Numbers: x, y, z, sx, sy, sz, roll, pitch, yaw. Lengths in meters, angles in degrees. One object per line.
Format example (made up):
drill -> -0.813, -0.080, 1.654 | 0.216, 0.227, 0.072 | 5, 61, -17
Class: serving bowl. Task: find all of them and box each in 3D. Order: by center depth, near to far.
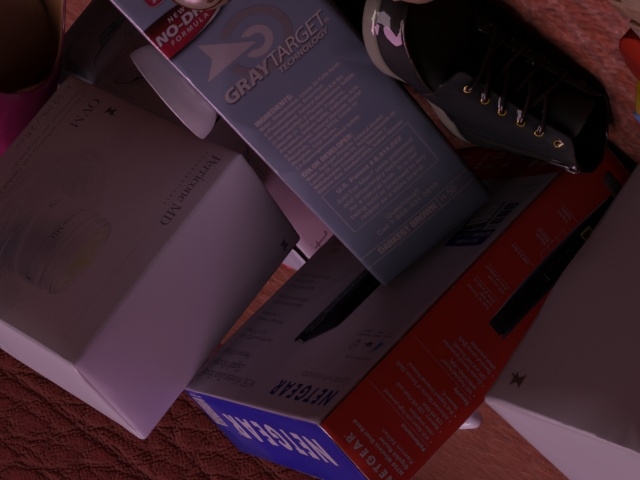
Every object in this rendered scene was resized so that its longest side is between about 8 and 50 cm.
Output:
serving bowl -> -0.104, -0.115, 1.360 | 0.083, 0.027, 0.083 | 50, -176, -5

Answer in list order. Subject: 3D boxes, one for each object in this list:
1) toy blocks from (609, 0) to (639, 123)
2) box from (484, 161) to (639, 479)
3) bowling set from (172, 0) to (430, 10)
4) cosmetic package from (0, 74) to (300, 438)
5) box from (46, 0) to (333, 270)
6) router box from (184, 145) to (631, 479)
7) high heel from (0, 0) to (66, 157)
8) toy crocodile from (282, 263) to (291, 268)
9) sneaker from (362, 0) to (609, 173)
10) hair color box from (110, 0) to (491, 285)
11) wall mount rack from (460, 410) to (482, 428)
toy blocks -> 0.248, -0.072, 0.906 | 0.381, 0.190, 0.261 | 43, 177, -31
box -> 0.320, 0.137, 1.321 | 0.345, 0.215, 0.168 | 43, 165, -32
bowling set -> 0.020, -0.186, 0.975 | 0.154, 0.200, 0.287 | 21, 165, 44
cosmetic package -> -0.183, 0.010, 1.568 | 0.225, 0.224, 0.138 | 26, 161, 36
box -> -0.092, -0.101, 1.718 | 0.231, 0.126, 0.262 | 24, 163, 39
router box -> 0.067, 0.052, 1.449 | 0.082, 0.301, 0.335 | 49, 164, -14
high heel -> -0.242, -0.190, 1.525 | 0.181, 0.127, 0.377 | 37, 146, 34
toy crocodile -> 0.000, 0.000, 1.898 | 0.340, 0.105, 0.115 | 24, 163, 43
sneaker -> 0.119, -0.120, 1.237 | 0.118, 0.083, 0.222 | 21, 172, 33
hair color box -> -0.043, -0.149, 1.317 | 0.374, 0.113, 0.185 | 45, -174, -40
wall mount rack -> 0.182, 0.129, 1.564 | 0.304, 0.350, 0.130 | -16, 99, 30
